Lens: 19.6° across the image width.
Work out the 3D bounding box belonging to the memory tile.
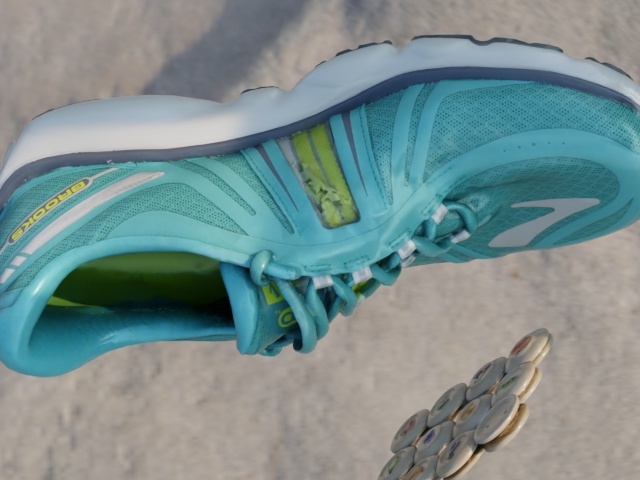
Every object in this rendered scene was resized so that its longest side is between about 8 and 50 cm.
[{"bbox_3d":[0.083,0.117,1.145,0.012,0.113,0.148,42,127,-10],"label":"memory tile"}]

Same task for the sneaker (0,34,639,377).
[{"bbox_3d":[0.000,0.000,0.716,0.275,0.107,0.110,-11,42,11],"label":"sneaker"}]
